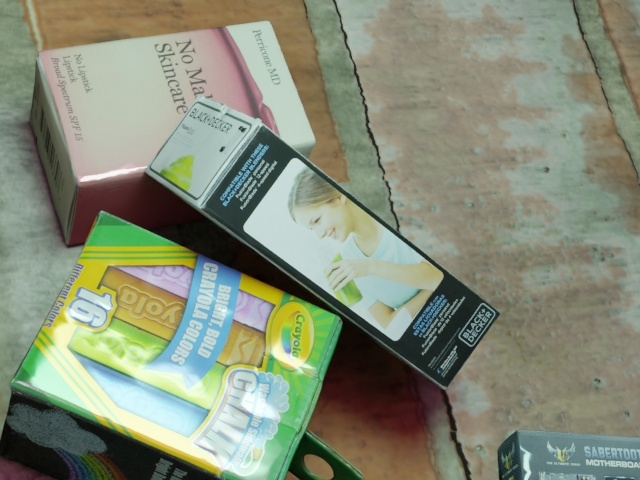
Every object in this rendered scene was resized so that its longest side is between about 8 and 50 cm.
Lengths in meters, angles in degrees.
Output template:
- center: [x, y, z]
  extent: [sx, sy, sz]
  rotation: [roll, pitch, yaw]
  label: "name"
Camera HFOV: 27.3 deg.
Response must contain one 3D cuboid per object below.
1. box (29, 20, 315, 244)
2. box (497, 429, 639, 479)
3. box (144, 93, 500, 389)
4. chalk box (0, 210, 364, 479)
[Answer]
- center: [-0.144, -0.104, 1.257]
  extent: [0.232, 0.127, 0.148]
  rotation: [-12, 67, -21]
  label: "box"
- center: [0.288, 0.275, 1.221]
  extent: [0.233, 0.059, 0.183]
  rotation: [5, 62, -13]
  label: "box"
- center: [0.000, 0.000, 1.151]
  extent: [0.290, 0.169, 0.087]
  rotation: [38, 87, -27]
  label: "box"
- center: [-0.098, 0.137, 1.113]
  extent: [0.289, 0.180, 0.179]
  rotation: [24, 59, -4]
  label: "chalk box"
